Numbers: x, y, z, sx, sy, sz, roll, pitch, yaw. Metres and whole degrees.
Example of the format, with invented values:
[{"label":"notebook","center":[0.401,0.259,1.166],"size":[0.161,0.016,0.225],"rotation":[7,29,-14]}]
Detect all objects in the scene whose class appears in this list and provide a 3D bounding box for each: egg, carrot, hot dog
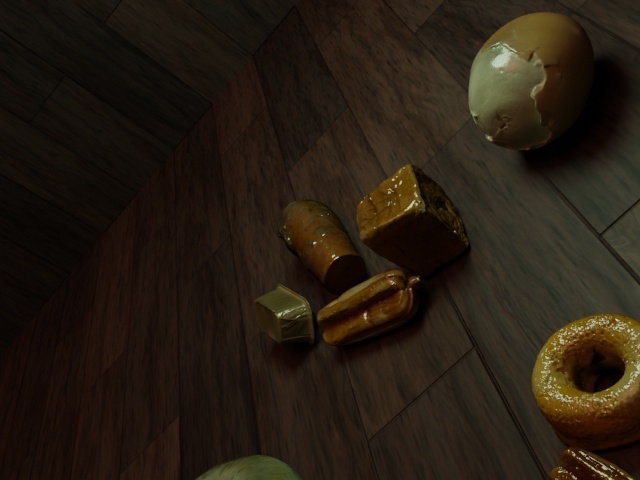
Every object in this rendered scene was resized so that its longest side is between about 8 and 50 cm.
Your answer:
[{"label":"egg","center":[0.359,-0.276,1.277],"size":[0.244,0.201,0.201],"rotation":[-52,25,-19]},{"label":"carrot","center":[0.000,0.000,1.619],"size":[0.139,0.138,0.302],"rotation":[-53,34,5]},{"label":"hot dog","center":[0.330,0.294,0.864],"size":[0.071,0.045,0.165],"rotation":[-56,28,-5]},{"label":"hot dog","center":[0.097,0.124,1.385],"size":[0.249,0.076,0.102],"rotation":[-33,72,39]}]

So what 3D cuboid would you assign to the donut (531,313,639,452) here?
[{"label":"donut","center":[0.346,0.170,0.942],"size":[0.190,0.074,0.174],"rotation":[-11,50,52]}]

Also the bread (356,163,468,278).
[{"label":"bread","center":[0.162,-0.031,1.366],"size":[0.143,0.158,0.149],"rotation":[-42,26,27]}]

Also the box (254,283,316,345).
[{"label":"box","center":[-0.068,0.157,1.579],"size":[0.111,0.111,0.177],"rotation":[-58,29,-5]}]

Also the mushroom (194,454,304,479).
[{"label":"mushroom","center":[-0.134,0.495,1.144],"size":[0.352,0.260,0.352],"rotation":[-39,36,36]}]
